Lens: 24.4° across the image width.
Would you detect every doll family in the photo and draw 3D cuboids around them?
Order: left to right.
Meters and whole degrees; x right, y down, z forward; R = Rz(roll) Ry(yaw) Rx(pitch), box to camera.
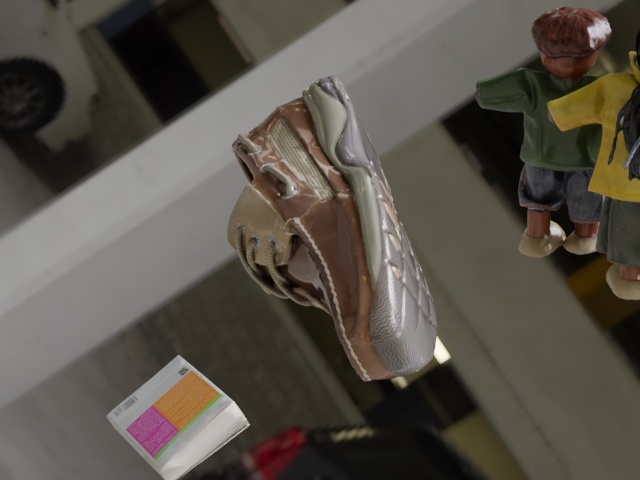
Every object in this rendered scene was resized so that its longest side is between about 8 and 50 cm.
[{"bbox_3d":[0.150,-0.036,0.506,0.076,0.193,0.111,-78,168,-62],"label":"doll family"}]

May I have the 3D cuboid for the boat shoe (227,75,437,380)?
[{"bbox_3d":[0.000,0.000,1.040,0.324,0.116,0.123,-105,171,-61],"label":"boat shoe"}]

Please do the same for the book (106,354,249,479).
[{"bbox_3d":[-0.142,0.170,1.429,0.035,0.096,0.144,58,-14,-29],"label":"book"}]
